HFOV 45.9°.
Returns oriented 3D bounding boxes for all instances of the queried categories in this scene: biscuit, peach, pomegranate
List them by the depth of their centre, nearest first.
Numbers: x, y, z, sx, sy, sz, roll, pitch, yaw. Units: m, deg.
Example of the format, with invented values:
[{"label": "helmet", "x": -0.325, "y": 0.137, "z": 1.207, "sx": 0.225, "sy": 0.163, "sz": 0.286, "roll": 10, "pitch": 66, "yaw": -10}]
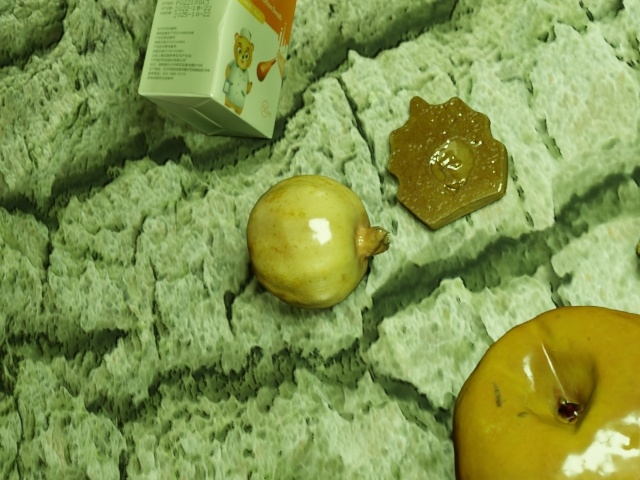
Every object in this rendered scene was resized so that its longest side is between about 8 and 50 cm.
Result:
[{"label": "peach", "x": 0.324, "y": 0.257, "z": 0.883, "sx": 0.342, "sy": 0.302, "sz": 0.343, "roll": -22, "pitch": 38, "yaw": 18}, {"label": "pomegranate", "x": -0.016, "y": 0.001, "z": 1.154, "sx": 0.207, "sy": 0.207, "sz": 0.207, "roll": -5, "pitch": 76, "yaw": 23}, {"label": "biscuit", "x": 0.189, "y": -0.134, "z": 1.174, "sx": 0.182, "sy": 0.034, "sz": 0.215, "roll": -26, "pitch": 67, "yaw": 16}]

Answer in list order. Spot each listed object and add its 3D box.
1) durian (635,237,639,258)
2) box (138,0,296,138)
[{"label": "durian", "x": 0.519, "y": -0.109, "z": 0.984, "sx": 0.191, "sy": 0.112, "sz": 0.341, "roll": 8, "pitch": 96, "yaw": -4}, {"label": "box", "x": -0.158, "y": -0.367, "z": 1.275, "sx": 0.143, "sy": 0.225, "sz": 0.341, "roll": 6, "pitch": 82, "yaw": 23}]
